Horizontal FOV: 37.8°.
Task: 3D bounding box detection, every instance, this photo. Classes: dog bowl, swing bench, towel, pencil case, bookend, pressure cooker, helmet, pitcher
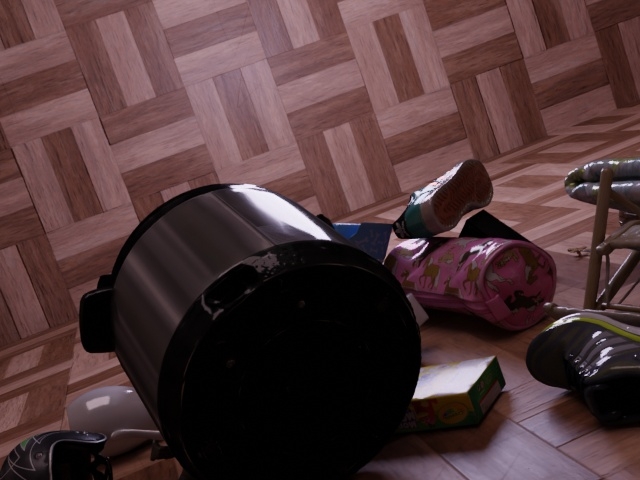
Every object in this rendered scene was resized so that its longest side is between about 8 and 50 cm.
[{"bbox_3d":[0.000,0.000,1.842,0.297,0.074,0.166,0,0,-18],"label":"dog bowl"},{"bbox_3d":[0.494,0.035,1.332,0.253,0.165,0.254,3,67,65],"label":"swing bench"},{"bbox_3d":[0.654,-0.083,1.586,0.321,0.090,0.374,11,-3,-21],"label":"towel"},{"bbox_3d":[0.265,0.072,1.734,0.160,0.167,0.386,19,-8,-24],"label":"pencil case"},{"bbox_3d":[0.347,0.048,1.907,0.072,0.156,0.157,-28,-32,-45],"label":"bookend"},{"bbox_3d":[-0.098,0.114,1.318,0.375,0.370,0.420,-49,34,-3],"label":"pressure cooker"},{"bbox_3d":[-0.399,0.362,1.396,0.161,0.169,0.169,-6,-2,-39],"label":"helmet"},{"bbox_3d":[-0.340,0.324,1.665,0.207,0.125,0.178,-10,12,-16],"label":"pitcher"}]

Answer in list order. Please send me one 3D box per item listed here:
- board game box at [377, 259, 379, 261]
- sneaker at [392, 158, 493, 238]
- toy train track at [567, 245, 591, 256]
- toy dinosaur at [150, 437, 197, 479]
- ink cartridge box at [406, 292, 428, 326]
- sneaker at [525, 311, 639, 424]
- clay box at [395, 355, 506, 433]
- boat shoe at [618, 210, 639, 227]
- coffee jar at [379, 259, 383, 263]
[{"bbox_3d":[0.000,0.140,1.934,0.275,0.142,0.144,-27,13,-38],"label":"board game box"},{"bbox_3d":[0.246,-0.082,1.892,0.121,0.108,0.302,-19,7,38],"label":"sneaker"},{"bbox_3d":[0.537,0.025,1.895,0.048,0.014,0.083,-17,12,-34],"label":"toy train track"},{"bbox_3d":[-0.176,0.287,1.469,0.160,0.121,0.313,4,20,0],"label":"toy dinosaur"},{"bbox_3d":[0.047,0.203,1.564,0.165,0.065,0.333,-36,-1,33],"label":"ink cartridge box"},{"bbox_3d":[0.352,0.163,1.162,0.121,0.111,0.300,-29,10,-27],"label":"sneaker"},{"bbox_3d":[0.144,0.230,1.364,0.222,0.053,0.127,-16,10,34],"label":"clay box"},{"bbox_3d":[0.688,-0.056,1.876,0.183,0.066,0.066,-15,10,28],"label":"boat shoe"},{"bbox_3d":[0.069,0.080,2.136,0.096,0.079,0.184,-50,-3,-37],"label":"coffee jar"}]
